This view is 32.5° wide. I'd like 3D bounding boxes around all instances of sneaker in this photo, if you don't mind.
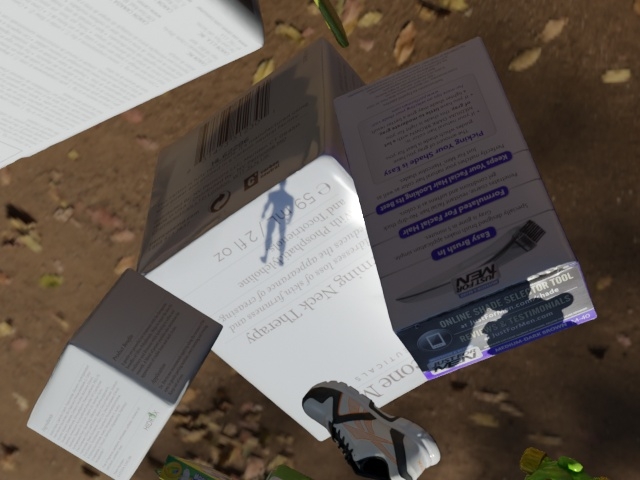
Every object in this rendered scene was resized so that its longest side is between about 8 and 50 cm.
[{"bbox_3d":[0.025,0.129,0.731,0.109,0.044,0.040,22,142,38],"label":"sneaker"}]

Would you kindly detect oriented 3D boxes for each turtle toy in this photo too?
[{"bbox_3d":[0.216,0.234,0.987,0.095,0.066,0.130,19,152,30],"label":"turtle toy"}]

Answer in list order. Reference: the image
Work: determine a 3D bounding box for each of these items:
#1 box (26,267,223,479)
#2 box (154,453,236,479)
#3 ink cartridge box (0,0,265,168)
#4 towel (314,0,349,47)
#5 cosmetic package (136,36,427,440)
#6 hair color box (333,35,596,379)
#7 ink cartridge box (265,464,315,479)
[{"bbox_3d":[-0.142,0.098,0.802,0.087,0.101,0.102,32,125,-3],"label":"box"},{"bbox_3d":[-0.162,0.369,1.648,0.179,0.043,0.105,11,166,46],"label":"box"},{"bbox_3d":[-0.168,-0.097,0.509,0.232,0.189,0.066,-19,72,18],"label":"ink cartridge box"},{"bbox_3d":[-0.036,-0.335,1.281,0.021,0.102,0.237,-29,116,11],"label":"towel"},{"bbox_3d":[0.000,0.000,1.578,0.329,0.327,0.393,-33,121,21],"label":"cosmetic package"},{"bbox_3d":[0.141,-0.042,1.154,0.185,0.339,0.110,-22,137,11],"label":"hair color box"},{"bbox_3d":[-0.002,0.297,0.725,0.188,0.255,0.097,26,125,5],"label":"ink cartridge box"}]
